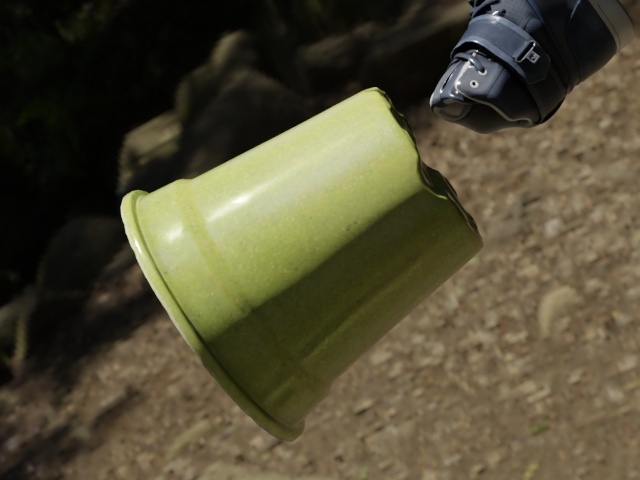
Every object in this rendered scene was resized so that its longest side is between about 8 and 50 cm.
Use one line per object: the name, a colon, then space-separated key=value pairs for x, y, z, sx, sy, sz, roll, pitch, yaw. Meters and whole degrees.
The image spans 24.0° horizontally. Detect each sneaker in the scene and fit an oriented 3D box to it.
sneaker: x=0.122 y=-0.190 z=1.199 sx=0.163 sy=0.226 sz=0.086 roll=-44 pitch=3 yaw=-12

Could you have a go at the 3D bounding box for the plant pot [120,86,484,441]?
plant pot: x=0.000 y=0.000 z=1.388 sx=0.254 sy=0.276 sz=0.276 roll=-35 pitch=23 yaw=7
